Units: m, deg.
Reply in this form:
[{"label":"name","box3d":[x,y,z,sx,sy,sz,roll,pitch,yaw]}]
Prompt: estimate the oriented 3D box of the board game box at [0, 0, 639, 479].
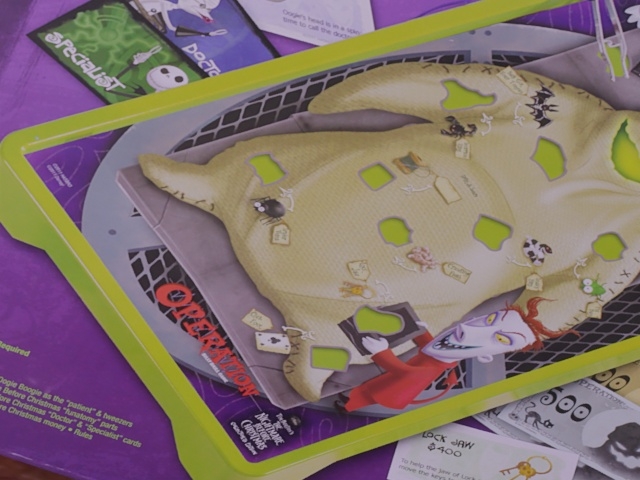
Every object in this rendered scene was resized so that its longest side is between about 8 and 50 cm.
[{"label":"board game box","box3d":[-0.025,-0.026,0.405,0.347,0.056,0.208,22,125,-19]}]
